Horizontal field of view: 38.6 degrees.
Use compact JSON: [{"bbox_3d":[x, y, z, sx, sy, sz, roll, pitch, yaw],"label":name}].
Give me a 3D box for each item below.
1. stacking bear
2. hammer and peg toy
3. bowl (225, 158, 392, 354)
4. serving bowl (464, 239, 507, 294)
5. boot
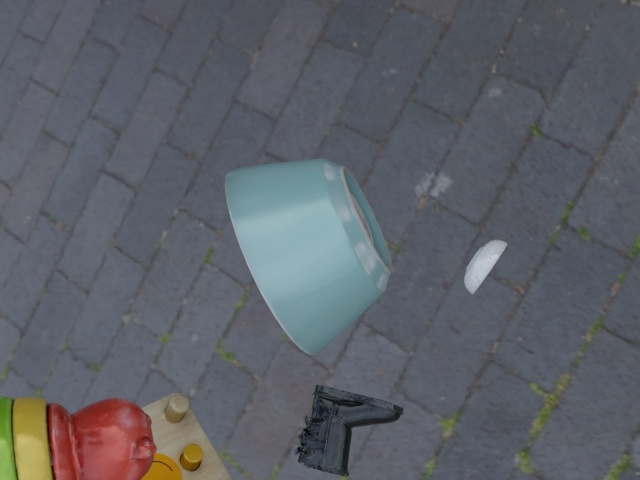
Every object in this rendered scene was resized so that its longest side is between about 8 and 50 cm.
[{"bbox_3d":[-0.333,0.254,1.041,0.175,0.289,0.164,-157,60,-74],"label":"stacking bear"},{"bbox_3d":[-0.335,0.428,1.564,0.266,0.361,0.127,56,142,19],"label":"hammer and peg toy"},{"bbox_3d":[0.000,0.000,1.383,0.163,0.311,0.311,-24,64,11],"label":"bowl"},{"bbox_3d":[0.217,0.031,1.225,0.027,0.083,0.083,35,97,10],"label":"serving bowl"},{"bbox_3d":[0.032,0.234,1.101,0.121,0.045,0.099,11,76,11],"label":"boot"}]
